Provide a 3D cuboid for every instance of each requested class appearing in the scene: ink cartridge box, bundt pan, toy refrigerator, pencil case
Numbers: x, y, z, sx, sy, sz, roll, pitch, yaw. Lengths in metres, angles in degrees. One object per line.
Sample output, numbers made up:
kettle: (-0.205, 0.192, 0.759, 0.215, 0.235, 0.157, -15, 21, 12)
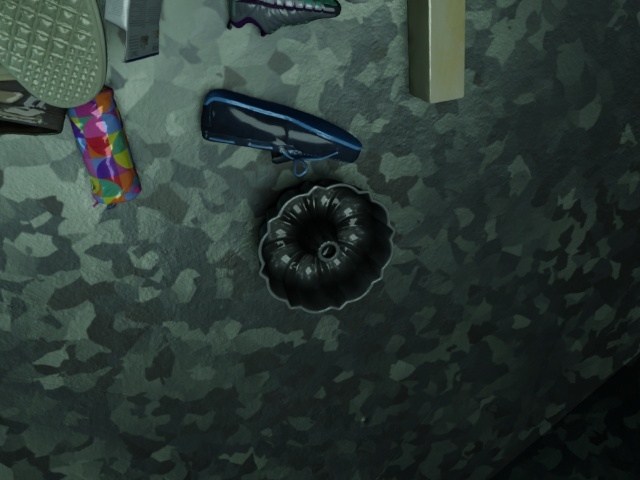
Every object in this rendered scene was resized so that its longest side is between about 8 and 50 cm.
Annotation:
ink cartridge box: (-0.309, -0.425, 0.987, 0.045, 0.223, 0.223, 11, 110, -5)
bundt pan: (0.000, 0.000, 1.365, 0.331, 0.124, 0.330, -9, 118, -16)
toy refrigerator: (0.251, -0.444, 1.248, 0.094, 0.102, 0.269, -13, 118, -13)
pencil case: (-0.426, -0.181, 1.139, 0.105, 0.104, 0.236, -13, 117, -13)

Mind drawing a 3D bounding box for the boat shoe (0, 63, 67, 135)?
boat shoe: (-0.613, -0.218, 0.990, 0.356, 0.132, 0.130, -8, 82, -3)

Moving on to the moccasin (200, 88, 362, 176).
moccasin: (-0.084, -0.221, 1.239, 0.342, 0.137, 0.116, 16, 113, -11)

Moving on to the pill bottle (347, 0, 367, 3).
pill bottle: (-0.022, -0.601, 0.978, 0.408, 0.229, 0.229, 30, 103, -42)

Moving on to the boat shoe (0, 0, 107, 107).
boat shoe: (-0.455, -0.443, 0.862, 0.187, 0.156, 0.500, -17, 123, 0)

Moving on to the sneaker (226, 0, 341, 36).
sneaker: (-0.074, -0.452, 1.156, 0.224, 0.083, 0.098, 3, 135, -16)
